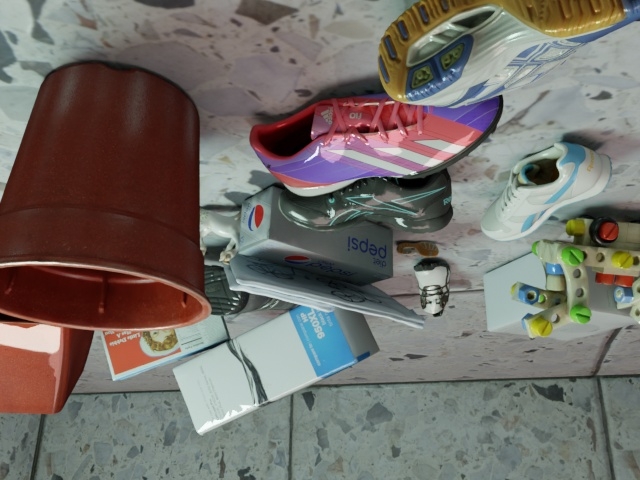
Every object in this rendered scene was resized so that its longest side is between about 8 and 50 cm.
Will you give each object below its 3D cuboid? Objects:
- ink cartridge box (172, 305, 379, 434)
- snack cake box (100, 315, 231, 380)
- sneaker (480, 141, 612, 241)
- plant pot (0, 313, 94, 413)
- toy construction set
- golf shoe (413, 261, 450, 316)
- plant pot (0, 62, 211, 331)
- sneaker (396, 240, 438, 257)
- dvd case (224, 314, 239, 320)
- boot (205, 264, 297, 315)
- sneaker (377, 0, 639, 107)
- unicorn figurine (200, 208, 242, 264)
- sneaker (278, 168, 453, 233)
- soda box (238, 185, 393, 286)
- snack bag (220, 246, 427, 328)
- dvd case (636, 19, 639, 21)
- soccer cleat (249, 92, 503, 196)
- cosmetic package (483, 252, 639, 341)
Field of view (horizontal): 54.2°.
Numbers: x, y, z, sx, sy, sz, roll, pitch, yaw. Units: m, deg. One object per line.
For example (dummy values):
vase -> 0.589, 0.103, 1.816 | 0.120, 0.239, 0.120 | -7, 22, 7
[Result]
ink cartridge box -> -0.092, 0.275, 1.446 | 0.395, 0.166, 0.285 | -27, 169, 11
snack cake box -> -0.352, 0.201, 1.418 | 0.265, 0.152, 0.089 | -18, 169, -7
sneaker -> 0.313, -0.075, 0.939 | 0.092, 0.087, 0.229 | 18, 146, -22
plant pot -> -0.619, 0.215, 1.315 | 0.267, 0.235, 0.267 | 2, -161, -5
toy construction set -> 0.500, 0.066, 1.099 | 0.328, 0.214, 0.151 | 4, -175, -25
golf shoe -> 0.251, 0.109, 1.371 | 0.077, 0.093, 0.198 | -6, 156, 19
plant pot -> -0.259, -0.049, 0.764 | 0.273, 0.264, 0.272 | 1, 158, 1
sneaker -> 0.191, 0.018, 1.238 | 0.083, 0.031, 0.037 | 6, 172, 0
dvd case -> -0.310, 0.158, 1.594 | 0.239, 0.029, 0.179 | 11, 156, -25
boot -> -0.229, 0.104, 1.311 | 0.338, 0.118, 0.223 | 12, -179, 31
sneaker -> 0.198, -0.206, 0.567 | 0.297, 0.111, 0.131 | -14, 170, 40
unicorn figurine -> -0.161, -0.016, 1.083 | 0.162, 0.111, 0.060 | 19, 165, -7
sneaker -> 0.068, -0.077, 0.949 | 0.268, 0.101, 0.106 | 0, 136, 5
soda box -> 0.000, 0.000, 1.099 | 0.286, 0.098, 0.091 | 18, 154, -37
snack bag -> -0.013, 0.086, 1.165 | 0.343, 0.037, 0.323 | 14, -176, -15
dvd case -> 0.250, -0.271, 0.526 | 0.165, 0.018, 0.221 | 3, 159, -3
soccer cleat -> 0.058, -0.134, 0.765 | 0.318, 0.108, 0.116 | -11, 151, 33
cosmetic package -> 0.504, 0.116, 1.318 | 0.225, 0.138, 0.224 | 9, 157, -23
